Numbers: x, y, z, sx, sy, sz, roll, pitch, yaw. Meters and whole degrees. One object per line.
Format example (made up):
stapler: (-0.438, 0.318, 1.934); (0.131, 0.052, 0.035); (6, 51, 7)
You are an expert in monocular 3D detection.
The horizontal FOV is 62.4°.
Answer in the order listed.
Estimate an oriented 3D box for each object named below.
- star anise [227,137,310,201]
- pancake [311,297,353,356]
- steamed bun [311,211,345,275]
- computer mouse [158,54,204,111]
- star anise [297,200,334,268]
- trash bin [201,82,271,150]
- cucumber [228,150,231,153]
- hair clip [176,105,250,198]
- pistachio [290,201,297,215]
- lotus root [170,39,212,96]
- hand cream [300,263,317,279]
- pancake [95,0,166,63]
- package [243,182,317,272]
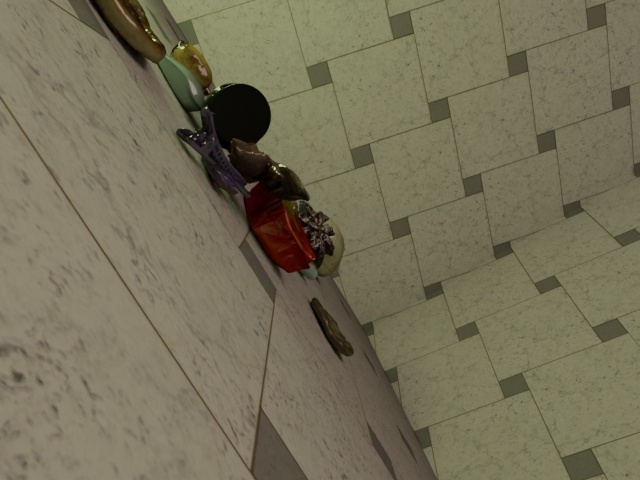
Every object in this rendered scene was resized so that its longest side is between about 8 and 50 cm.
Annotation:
star anise: (-0.174, -0.191, 1.455); (0.349, 0.109, 0.292); (33, -10, -25)
pancake: (0.035, 0.302, 1.828); (0.236, 0.042, 0.222); (57, 6, 12)
steamed bun: (0.000, 0.000, 2.713); (0.334, 0.232, 0.312); (59, 1, 18)
computer mouse: (-0.418, -0.486, 1.584); (0.231, 0.079, 0.128); (57, -1, 5)
star anise: (-0.037, -0.033, 2.444); (0.331, 0.117, 0.332); (23, 56, -38)
trash bin: (-0.266, -0.387, 1.653); (0.214, 0.214, 0.334); (59, -5, -14)
cucumber: (-0.372, -0.400, 2.045); (0.135, 0.034, 0.033); (59, -3, -15)
hair clip: (-0.258, -0.198, 1.281); (0.137, 0.090, 0.279); (45, -15, 36)
pistachio: (-0.148, -0.107, 2.008); (0.206, 0.131, 0.130); (-131, -162, -78)
lotus root: (-0.440, -0.583, 1.837); (0.221, 0.118, 0.125); (62, 33, -23)
hand cream: (-0.092, 0.069, 1.993); (0.331, 0.058, 0.085); (48, 27, -57)
pancake: (-0.498, -0.602, 1.257); (0.383, 0.071, 0.382); (60, 2, -3)
package: (-0.132, -0.055, 1.632); (0.196, 0.123, 0.424); (59, 2, -27)
